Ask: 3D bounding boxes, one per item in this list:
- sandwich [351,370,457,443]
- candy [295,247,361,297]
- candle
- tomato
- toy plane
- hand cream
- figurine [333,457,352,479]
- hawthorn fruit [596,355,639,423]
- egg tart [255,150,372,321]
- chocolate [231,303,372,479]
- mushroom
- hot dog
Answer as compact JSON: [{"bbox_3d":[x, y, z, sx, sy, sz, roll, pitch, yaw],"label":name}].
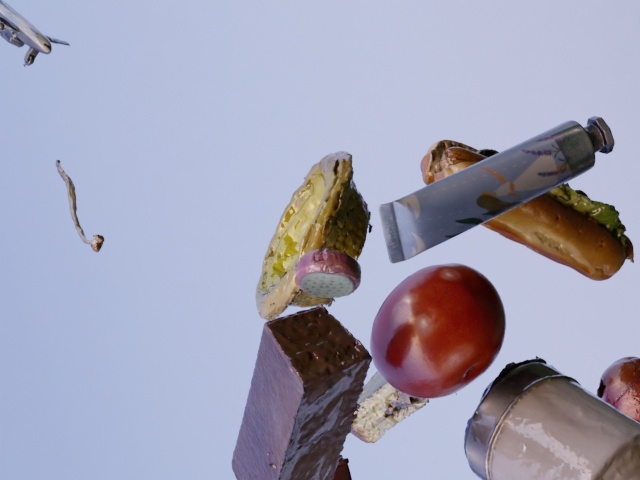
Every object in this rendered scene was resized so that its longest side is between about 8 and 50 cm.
[{"bbox_3d":[0.188,0.295,2.403,0.100,0.254,0.288,47,-108,-13],"label":"sandwich"},{"bbox_3d":[0.012,0.051,1.784,0.103,0.103,0.043,37,-132,-41],"label":"candy"},{"bbox_3d":[0.344,0.295,1.456,0.187,0.330,0.188,-20,-55,-32],"label":"candle"},{"bbox_3d":[0.154,0.120,1.495,0.136,0.195,0.195,51,-156,25],"label":"tomato"},{"bbox_3d":[-0.428,-0.305,1.621,0.226,0.058,0.226,22,-157,-47],"label":"toy plane"},{"bbox_3d":[0.189,-0.059,1.241,0.058,0.271,0.091,56,167,42],"label":"hand cream"},{"bbox_3d":[0.013,0.457,2.020,0.082,0.098,0.154,-11,-92,-19],"label":"figurine"},{"bbox_3d":[0.560,0.294,2.072,0.148,0.172,0.148,24,-164,-7],"label":"hawthorn fruit"},{"bbox_3d":[0.000,0.000,2.129,0.132,0.345,0.345,24,-134,-11],"label":"egg tart"},{"bbox_3d":[-0.035,0.220,1.400,0.111,0.321,0.112,-19,-128,-29],"label":"chocolate"},{"bbox_3d":[-0.385,-0.057,1.810,0.286,0.028,0.026,-131,33,-51],"label":"mushroom"},{"bbox_3d":[0.281,-0.043,1.507,0.337,0.100,0.135,24,-169,-27],"label":"hot dog"}]
